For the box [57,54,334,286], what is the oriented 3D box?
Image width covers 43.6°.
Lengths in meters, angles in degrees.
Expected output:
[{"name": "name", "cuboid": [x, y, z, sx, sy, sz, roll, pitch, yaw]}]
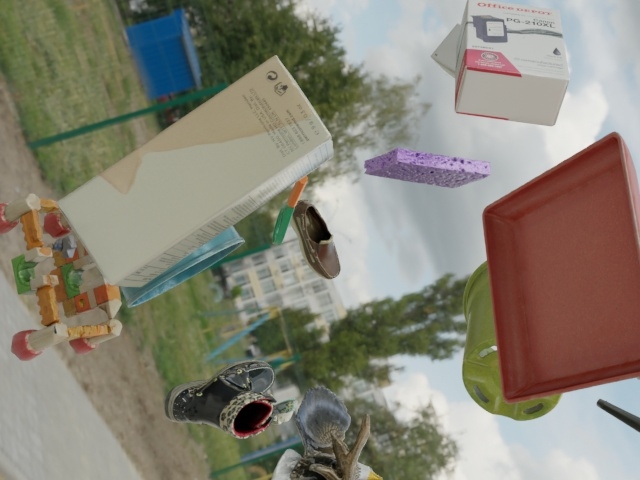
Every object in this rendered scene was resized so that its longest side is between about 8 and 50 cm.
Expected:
[{"name": "box", "cuboid": [-0.144, -0.076, 0.982, 0.121, 0.311, 0.148, 56, -2, 4]}]

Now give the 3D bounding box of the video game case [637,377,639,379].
[{"name": "video game case", "cuboid": [0.613, 0.181, 1.349, 0.201, 0.183, 0.023, 52, 42, -43]}]

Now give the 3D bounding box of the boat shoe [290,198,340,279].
[{"name": "boat shoe", "cuboid": [-0.006, 0.005, 2.188, 0.095, 0.095, 0.257, 10, -44, 55]}]

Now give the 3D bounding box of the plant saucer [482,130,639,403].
[{"name": "plant saucer", "cuboid": [0.290, 0.044, 0.923, 0.258, 0.047, 0.259, 142, -52, -60]}]

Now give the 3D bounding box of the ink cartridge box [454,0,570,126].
[{"name": "ink cartridge box", "cuboid": [0.327, -0.314, 1.388, 0.237, 0.171, 0.100, -78, 176, -46]}]

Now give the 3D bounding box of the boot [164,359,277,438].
[{"name": "boot", "cuboid": [-0.128, 0.277, 1.390, 0.178, 0.236, 0.085, 4, -79, 44]}]

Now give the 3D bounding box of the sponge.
[{"name": "sponge", "cuboid": [0.200, -0.135, 1.502, 0.117, 0.210, 0.031, -17, -111, 62]}]

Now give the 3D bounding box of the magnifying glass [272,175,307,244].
[{"name": "magnifying glass", "cuboid": [-0.073, -0.072, 1.855, 0.231, 0.026, 0.092, 116, -15, -51]}]

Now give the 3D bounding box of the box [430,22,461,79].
[{"name": "box", "cuboid": [0.333, -0.425, 1.847, 0.087, 0.101, 0.102, 33, 9, -49]}]

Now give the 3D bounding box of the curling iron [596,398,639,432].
[{"name": "curling iron", "cuboid": [0.664, 0.369, 1.551, 0.274, 0.035, 0.068, 22, -60, 46]}]

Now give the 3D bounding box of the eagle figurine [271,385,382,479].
[{"name": "eagle figurine", "cuboid": [0.013, 0.435, 1.569, 0.225, 0.226, 0.298, 51, -11, -11]}]

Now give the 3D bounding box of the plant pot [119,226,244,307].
[{"name": "plant pot", "cuboid": [-0.337, -0.038, 1.641, 0.255, 0.271, 0.271, 59, -7, 1]}]

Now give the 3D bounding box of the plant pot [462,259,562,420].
[{"name": "plant pot", "cuboid": [0.381, 0.194, 1.513, 0.254, 0.276, 0.276, -51, 130, -57]}]

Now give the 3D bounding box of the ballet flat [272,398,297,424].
[{"name": "ballet flat", "cuboid": [-0.116, 0.505, 2.341, 0.188, 0.070, 0.070, -32, -106, 57]}]

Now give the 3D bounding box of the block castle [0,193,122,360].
[{"name": "block castle", "cuboid": [-0.776, 0.106, 2.310, 0.303, 0.212, 0.453, 5, 66, -62]}]
